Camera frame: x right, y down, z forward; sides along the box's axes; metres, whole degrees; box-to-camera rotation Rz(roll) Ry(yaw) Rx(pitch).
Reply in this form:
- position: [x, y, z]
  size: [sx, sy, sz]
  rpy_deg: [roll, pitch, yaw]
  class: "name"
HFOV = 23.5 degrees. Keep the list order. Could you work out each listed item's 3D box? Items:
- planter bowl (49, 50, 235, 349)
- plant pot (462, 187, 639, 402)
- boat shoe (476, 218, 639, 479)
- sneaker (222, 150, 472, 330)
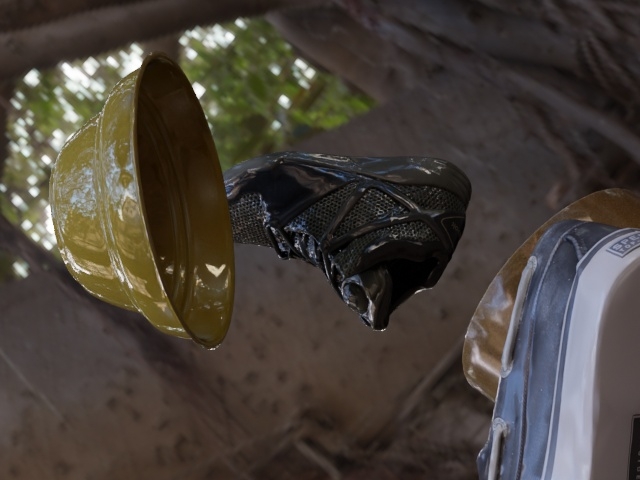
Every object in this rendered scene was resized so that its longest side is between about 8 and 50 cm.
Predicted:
- position: [-0.136, -0.021, 1.111]
  size: [0.090, 0.217, 0.217]
  rpy_deg: [-10, -41, 11]
  class: "planter bowl"
- position: [0.298, 0.122, 1.382]
  size: [0.237, 0.254, 0.237]
  rpy_deg: [-29, -38, -25]
  class: "plant pot"
- position: [0.133, 0.137, 0.846]
  size: [0.108, 0.102, 0.301]
  rpy_deg: [-1, -79, -31]
  class: "boat shoe"
- position: [0.000, 0.000, 1.227]
  size: [0.087, 0.227, 0.130]
  rpy_deg: [72, -155, -50]
  class: "sneaker"
